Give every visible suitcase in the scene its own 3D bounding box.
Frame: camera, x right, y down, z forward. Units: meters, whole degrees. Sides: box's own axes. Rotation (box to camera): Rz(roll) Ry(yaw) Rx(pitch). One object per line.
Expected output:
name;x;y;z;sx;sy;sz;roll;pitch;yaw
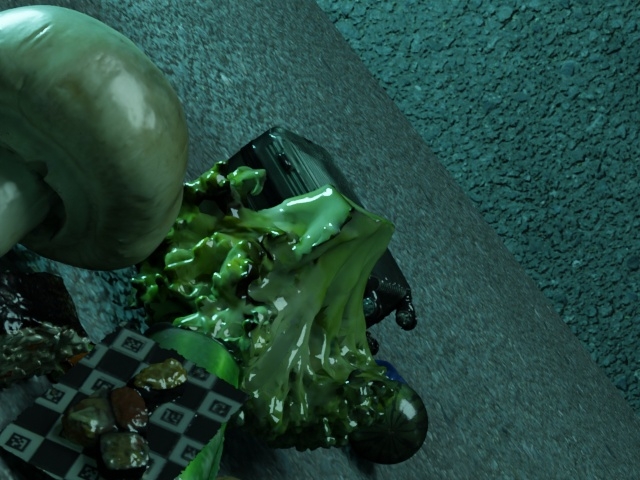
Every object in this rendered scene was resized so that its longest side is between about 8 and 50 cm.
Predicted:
suitcase;0.000;0.000;2.089;0.312;0.128;0.202;60;15;20

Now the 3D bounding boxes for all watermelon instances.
watermelon;0.082;0.222;1.911;0.105;0.105;0.133;53;10;-7

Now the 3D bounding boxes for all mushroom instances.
mushroom;-0.242;-0.067;1.353;0.260;0.254;0.234;50;54;-22

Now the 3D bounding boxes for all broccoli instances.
broccoli;-0.061;0.069;1.609;0.324;0.272;0.334;12;-16;49

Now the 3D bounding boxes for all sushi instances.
sushi;-0.251;0.071;1.245;0.078;0.091;0.150;64;15;16
sushi;-0.154;0.132;1.258;0.139;0.031;0.201;27;36;12

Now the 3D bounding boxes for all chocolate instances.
chocolate;-0.139;0.195;1.291;0.110;0.110;0.291;49;26;-21

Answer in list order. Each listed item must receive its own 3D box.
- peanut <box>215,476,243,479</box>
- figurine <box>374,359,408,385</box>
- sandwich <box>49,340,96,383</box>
peanut;-0.058;0.279;1.395;0.228;0.086;0.104;35;44;-55
figurine;0.093;0.219;2.048;0.136;0.077;0.079;60;41;-50
sandwich;-0.209;0.124;1.383;0.069;0.026;0.101;63;20;14
